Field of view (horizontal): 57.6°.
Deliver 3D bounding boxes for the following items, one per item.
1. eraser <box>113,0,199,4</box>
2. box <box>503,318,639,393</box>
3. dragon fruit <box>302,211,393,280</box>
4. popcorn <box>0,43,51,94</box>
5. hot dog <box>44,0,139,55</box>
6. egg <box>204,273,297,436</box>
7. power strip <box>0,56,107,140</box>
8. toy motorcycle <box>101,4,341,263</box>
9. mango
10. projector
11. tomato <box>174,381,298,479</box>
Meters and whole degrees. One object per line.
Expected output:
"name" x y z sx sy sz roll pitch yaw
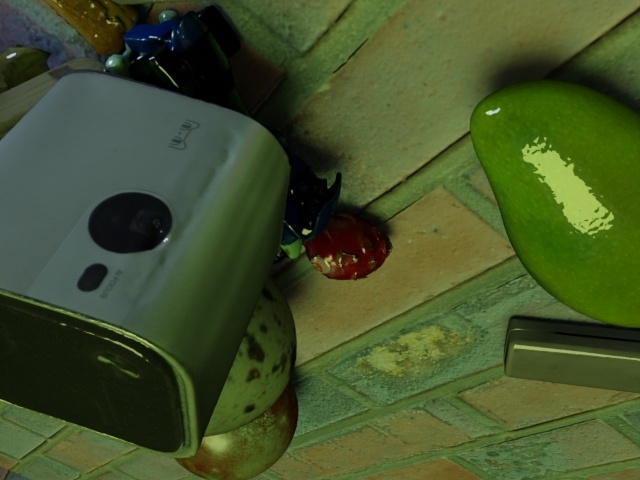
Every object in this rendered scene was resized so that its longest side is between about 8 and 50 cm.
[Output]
"eraser" -0.056 -0.263 0.491 0.353 0.111 0.077 3 135 15
"box" 0.399 0.172 0.856 0.244 0.055 0.103 4 137 14
"dragon fruit" 0.000 0.000 0.781 0.191 0.094 0.094 18 139 7
"popcorn" -0.499 -0.127 0.667 0.279 0.335 0.274 27 179 4
"hot dog" -0.293 -0.304 0.562 0.083 0.068 0.289 4 147 49
"egg" -0.209 0.119 0.825 0.288 0.287 0.379 -26 126 38
"power strip" -0.339 -0.085 0.595 0.066 0.387 0.092 35 147 19
"toy motorcycle" -0.095 -0.095 0.657 0.196 0.125 0.331 -8 129 30
"mango" 0.280 -0.033 0.599 0.343 0.156 0.192 40 125 -19
"projector" -0.187 0.024 0.551 0.249 0.249 0.248 17 141 4
"tomato" -0.179 0.338 1.108 0.270 0.222 0.270 8 141 7
